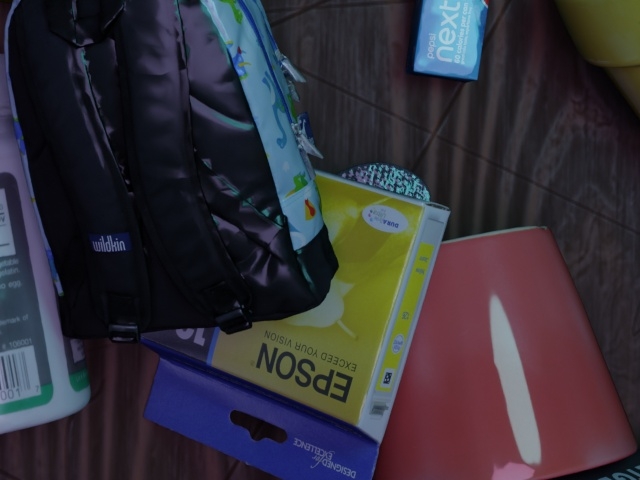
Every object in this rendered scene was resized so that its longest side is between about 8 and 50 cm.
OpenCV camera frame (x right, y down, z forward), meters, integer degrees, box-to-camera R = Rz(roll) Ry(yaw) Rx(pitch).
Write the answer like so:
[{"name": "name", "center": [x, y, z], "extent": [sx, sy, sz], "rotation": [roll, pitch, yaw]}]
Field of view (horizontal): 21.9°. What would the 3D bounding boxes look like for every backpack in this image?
[{"name": "backpack", "center": [-0.151, -0.116, 1.531], "extent": [0.290, 0.273, 0.356], "rotation": [-10, 123, 23]}]

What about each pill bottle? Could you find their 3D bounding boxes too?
[{"name": "pill bottle", "center": [-0.354, 0.006, 1.638], "extent": [0.204, 0.204, 0.361], "rotation": [-9, 94, -4]}]

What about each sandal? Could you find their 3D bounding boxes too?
[{"name": "sandal", "center": [-0.001, 0.000, 1.751], "extent": [0.254, 0.054, 0.097], "rotation": [-33, 88, 7]}]

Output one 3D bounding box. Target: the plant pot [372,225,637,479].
[{"name": "plant pot", "center": [0.163, 0.122, 1.678], "extent": [0.274, 0.275, 0.243], "rotation": [-11, 84, -4]}]

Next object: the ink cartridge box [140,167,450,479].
[{"name": "ink cartridge box", "center": [-0.046, 0.075, 1.650], "extent": [0.303, 0.072, 0.307], "rotation": [18, 90, 35]}]

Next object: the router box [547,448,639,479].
[{"name": "router box", "center": [0.267, 0.347, 1.655], "extent": [0.081, 0.308, 0.243], "rotation": [25, 108, 36]}]

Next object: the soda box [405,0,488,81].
[{"name": "soda box", "center": [0.141, -0.275, 1.734], "extent": [0.071, 0.067, 0.210], "rotation": [8, 93, -5]}]

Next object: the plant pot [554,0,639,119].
[{"name": "plant pot", "center": [0.395, -0.203, 1.683], "extent": [0.254, 0.254, 0.239], "rotation": [-28, 110, -3]}]

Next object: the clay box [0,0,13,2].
[{"name": "clay box", "center": [-0.270, -0.262, 1.668], "extent": [0.222, 0.127, 0.053], "rotation": [6, 92, -6]}]
